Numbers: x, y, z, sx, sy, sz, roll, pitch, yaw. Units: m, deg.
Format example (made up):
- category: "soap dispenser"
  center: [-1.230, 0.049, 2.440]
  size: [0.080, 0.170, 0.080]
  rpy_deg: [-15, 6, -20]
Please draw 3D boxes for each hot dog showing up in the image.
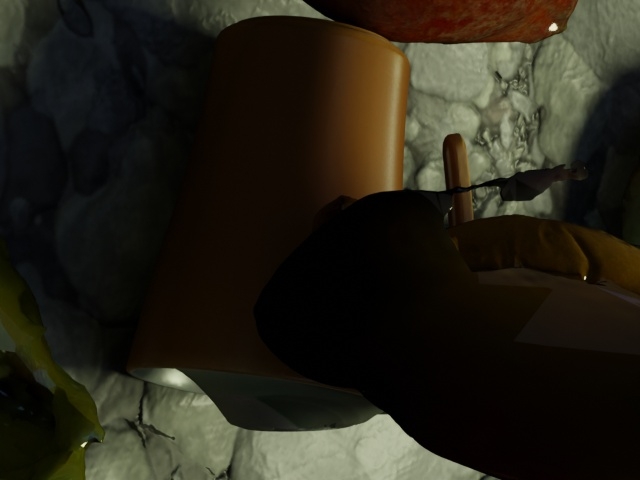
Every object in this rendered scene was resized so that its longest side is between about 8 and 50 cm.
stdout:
- category: "hot dog"
  center: [0.123, 0.045, 1.220]
  size: [0.326, 0.107, 0.194]
  rpy_deg: [34, 96, -20]

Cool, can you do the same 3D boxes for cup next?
- category: "cup"
  center: [0.000, 0.000, 1.306]
  size: [0.226, 0.182, 0.264]
  rpy_deg: [11, 80, -15]

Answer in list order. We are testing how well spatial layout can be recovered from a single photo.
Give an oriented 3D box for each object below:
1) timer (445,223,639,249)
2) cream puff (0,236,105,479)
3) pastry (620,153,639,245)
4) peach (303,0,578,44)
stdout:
- category: "timer"
  center: [0.182, 0.038, 1.445]
  size: [0.250, 0.232, 0.091]
  rpy_deg: [1, 95, -41]
- category: "cream puff"
  center: [-0.237, 0.104, 1.098]
  size: [0.281, 0.185, 0.282]
  rpy_deg: [-10, 105, -41]
- category: "pastry"
  center: [0.362, -0.010, 1.645]
  size: [0.235, 0.121, 0.257]
  rpy_deg: [8, 88, -33]
- category: "peach"
  center: [0.082, -0.228, 1.327]
  size: [0.257, 0.232, 0.232]
  rpy_deg: [48, 62, -13]
